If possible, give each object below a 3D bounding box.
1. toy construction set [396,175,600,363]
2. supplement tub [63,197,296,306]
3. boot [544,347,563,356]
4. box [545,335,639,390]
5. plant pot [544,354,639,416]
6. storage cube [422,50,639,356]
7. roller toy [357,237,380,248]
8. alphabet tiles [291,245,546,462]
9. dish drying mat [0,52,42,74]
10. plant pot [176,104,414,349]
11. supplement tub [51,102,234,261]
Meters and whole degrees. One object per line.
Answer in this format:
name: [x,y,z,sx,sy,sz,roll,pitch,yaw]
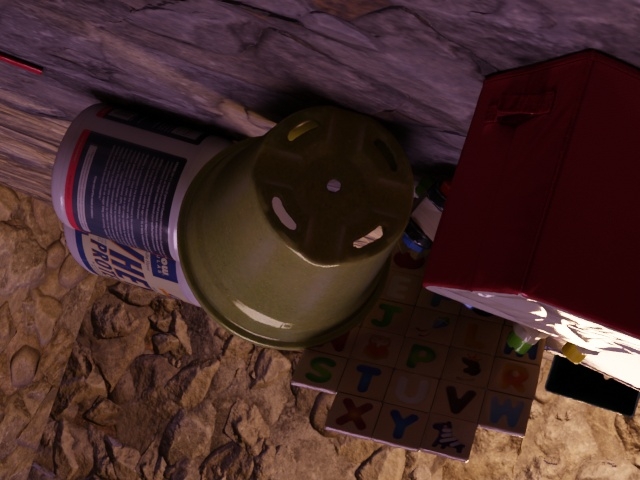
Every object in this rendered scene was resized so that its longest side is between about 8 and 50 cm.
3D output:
toy construction set: [0.216,0.018,1.555,0.327,0.151,0.215,34,-159,32]
supplement tub: [-0.222,-0.023,2.044,0.324,0.235,0.235,15,173,26]
boot: [0.476,0.124,2.008,0.338,0.118,0.223,8,166,15]
box: [0.413,0.128,1.792,0.293,0.073,0.295,26,168,-7]
plant pot: [0.539,0.225,2.384,0.165,0.166,0.234,16,180,19]
storage cube: [0.221,-0.021,1.035,0.215,0.193,0.183,20,173,-19]
roller toy: [0.110,0.068,2.104,0.209,0.146,0.191,-10,175,-17]
alphabet tiles: [0.132,0.127,1.573,0.285,0.342,0.011,12,132,12]
dish drying mat: [-0.422,-0.246,1.741,0.083,0.008,0.032,19,174,-15]
plant pot: [-0.014,-0.030,1.462,0.276,0.276,0.254,19,162,-8]
supplement tub: [-0.228,-0.076,1.819,0.272,0.191,0.191,17,173,13]
